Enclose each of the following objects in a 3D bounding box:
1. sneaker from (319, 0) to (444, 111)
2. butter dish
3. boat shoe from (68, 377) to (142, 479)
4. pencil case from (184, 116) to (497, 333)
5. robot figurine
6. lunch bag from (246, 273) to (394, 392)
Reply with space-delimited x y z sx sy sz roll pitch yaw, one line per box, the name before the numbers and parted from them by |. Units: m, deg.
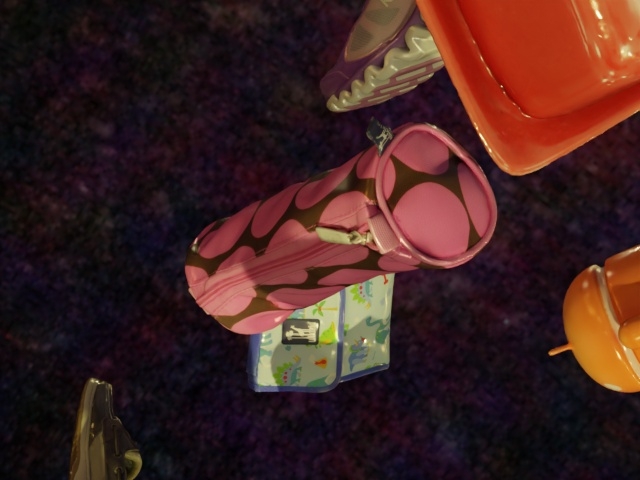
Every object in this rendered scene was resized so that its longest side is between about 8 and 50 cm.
sneaker | 0.069 -0.192 0.892 0.095 0.236 0.104 -25 77 -45
butter dish | 0.123 -0.127 0.460 0.160 0.118 0.160 -31 103 -22
boat shoe | -0.149 0.156 0.802 0.049 0.056 0.152 7 36 -12
pencil case | 0.000 0.000 0.688 0.095 0.209 0.098 52 51 -10
robot figurine | 0.317 0.061 1.047 0.128 0.219 0.158 52 25 -32
lunch bag | -0.004 0.072 1.122 0.151 0.129 0.096 -10 21 -36
